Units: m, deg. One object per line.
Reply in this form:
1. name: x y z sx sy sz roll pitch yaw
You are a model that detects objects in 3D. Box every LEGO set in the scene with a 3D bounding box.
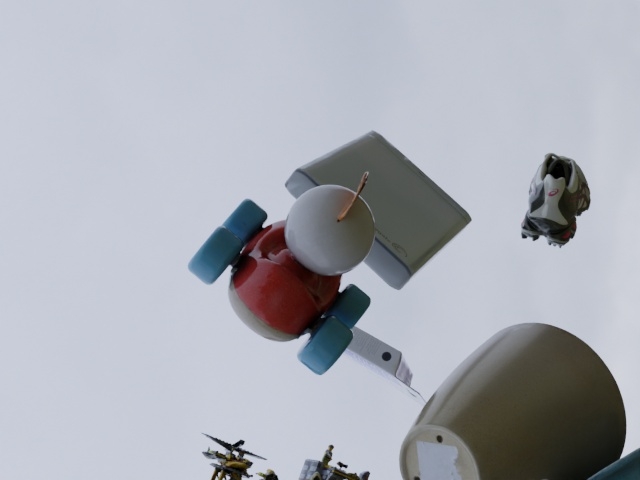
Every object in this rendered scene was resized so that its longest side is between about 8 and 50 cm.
1. LEGO set: -0.023 0.378 1.859 0.331 0.255 0.192 25 -106 -13

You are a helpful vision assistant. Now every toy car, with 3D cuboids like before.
1. toy car: 0.000 0.000 1.592 0.219 0.238 0.210 40 -155 -2

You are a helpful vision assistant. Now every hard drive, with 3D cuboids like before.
1. hard drive: 0.102 -0.059 2.004 0.233 0.047 0.353 43 -155 6

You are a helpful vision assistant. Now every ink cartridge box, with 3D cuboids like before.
1. ink cartridge box: 0.087 0.185 1.970 0.045 0.208 0.206 -57 -16 -7

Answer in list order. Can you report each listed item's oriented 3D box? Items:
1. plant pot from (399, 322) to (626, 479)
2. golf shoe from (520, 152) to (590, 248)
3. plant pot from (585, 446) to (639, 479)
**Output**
1. plant pot: 0.234 0.268 1.712 0.274 0.256 0.256 -17 -80 -48
2. golf shoe: 0.399 -0.094 2.089 0.273 0.105 0.120 -62 -19 -60
3. plant pot: 0.509 0.429 1.632 0.341 0.341 0.334 20 -143 -61
